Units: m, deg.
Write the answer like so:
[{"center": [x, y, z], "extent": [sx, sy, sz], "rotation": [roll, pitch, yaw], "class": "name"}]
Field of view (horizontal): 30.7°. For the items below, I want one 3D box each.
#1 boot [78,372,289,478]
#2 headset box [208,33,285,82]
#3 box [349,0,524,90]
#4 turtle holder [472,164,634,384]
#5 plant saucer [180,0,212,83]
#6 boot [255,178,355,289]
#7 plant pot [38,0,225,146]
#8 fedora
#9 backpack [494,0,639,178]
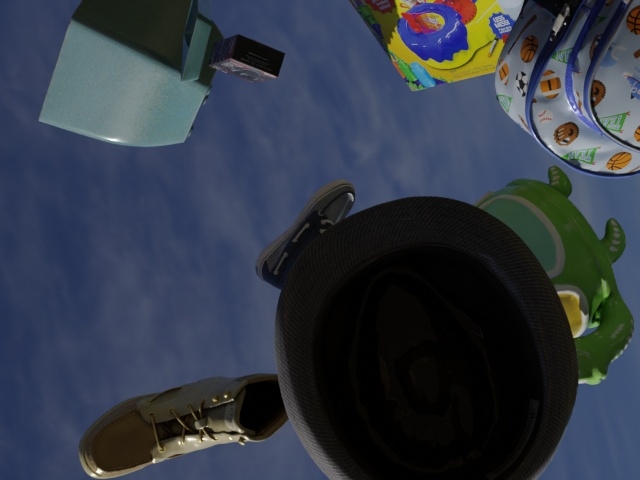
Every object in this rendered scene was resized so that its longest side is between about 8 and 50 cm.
[{"center": [-0.170, 0.242, 1.540], "extent": [0.262, 0.203, 0.095], "rotation": [-16, -88, -35], "class": "boot"}, {"center": [-0.084, -0.209, 1.341], "extent": [0.062, 0.083, 0.032], "rotation": [18, -95, -25], "class": "headset box"}, {"center": [0.184, -0.375, 1.528], "extent": [0.177, 0.290, 0.279], "rotation": [-48, -68, -27], "class": "box"}, {"center": [0.318, 0.071, 1.748], "extent": [0.320, 0.227, 0.243], "rotation": [62, 161, 6], "class": "turtle holder"}, {"center": [-0.120, -0.207, 1.136], "extent": [0.192, 0.018, 0.067], "rotation": [-107, 31, -66], "class": "plant saucer"}, {"center": [0.000, 0.000, 1.636], "extent": [0.190, 0.086, 0.069], "rotation": [-48, -46, -10], "class": "boot"}, {"center": [-0.311, -0.310, 2.051], "extent": [0.252, 0.248, 0.247], "rotation": [25, -138, -7], "class": "plant pot"}, {"center": [0.087, 0.103, 1.002], "extent": [0.275, 0.244, 0.124], "rotation": [64, 178, 1], "class": "fedora"}, {"center": [0.333, -0.199, 1.278], "extent": [0.277, 0.263, 0.213], "rotation": [23, -154, -21], "class": "backpack"}]
